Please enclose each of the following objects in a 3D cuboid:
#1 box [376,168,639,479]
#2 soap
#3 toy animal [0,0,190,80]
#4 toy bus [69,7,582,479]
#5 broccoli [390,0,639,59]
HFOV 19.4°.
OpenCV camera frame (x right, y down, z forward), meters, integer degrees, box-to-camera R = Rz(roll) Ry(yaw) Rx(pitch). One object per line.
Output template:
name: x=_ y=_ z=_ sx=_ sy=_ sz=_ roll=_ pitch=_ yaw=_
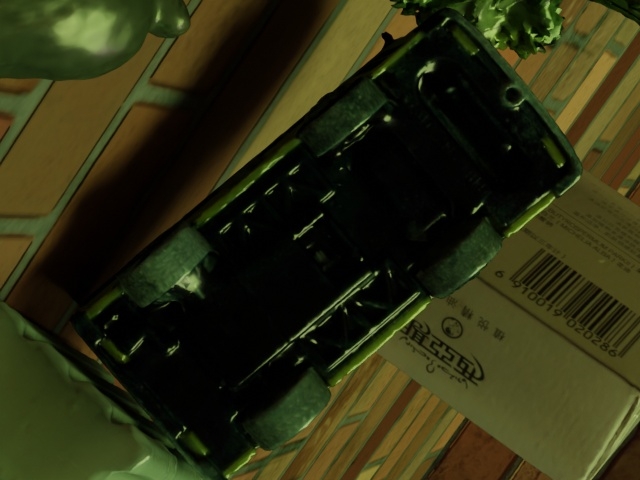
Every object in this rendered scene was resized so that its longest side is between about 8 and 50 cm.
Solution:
box: x=0.134 y=0.025 z=1.345 sx=0.203 sy=0.274 sz=0.116 roll=-37 pitch=157 yaw=-51
soap: x=-0.130 y=0.107 z=1.008 sx=0.066 sy=0.119 sz=0.198 roll=-46 pitch=166 yaw=-4
toy animal: x=-0.166 y=-0.064 z=0.573 sx=0.236 sy=0.138 sz=0.108 roll=-21 pitch=-166 yaw=-24
toy bus: x=0.000 y=0.000 z=1.027 sx=0.262 sy=0.128 sz=0.150 roll=-40 pitch=-174 yaw=-4
broccoli: x=0.123 y=-0.167 z=1.018 sx=0.194 sy=0.194 sz=0.219 roll=-45 pitch=168 yaw=-31
